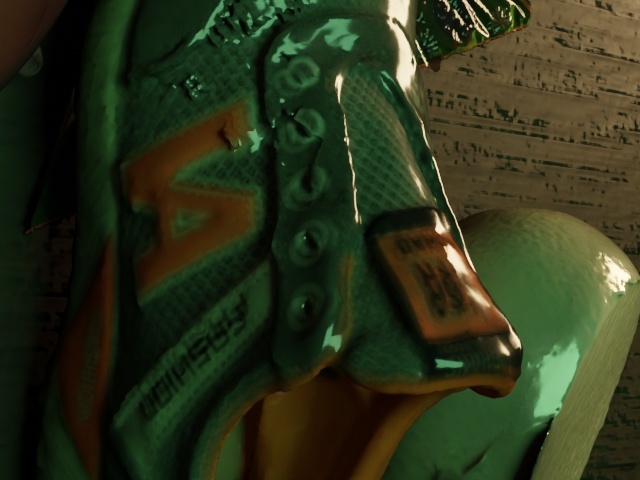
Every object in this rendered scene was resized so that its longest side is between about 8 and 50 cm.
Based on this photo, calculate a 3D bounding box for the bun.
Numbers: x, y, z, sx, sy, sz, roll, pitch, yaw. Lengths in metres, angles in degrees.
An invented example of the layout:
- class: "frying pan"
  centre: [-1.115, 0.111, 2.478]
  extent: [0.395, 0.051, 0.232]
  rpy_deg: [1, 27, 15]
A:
- class: "bun"
  centre: [0.065, 0.062, 0.655]
  extent: [0.173, 0.120, 0.173]
  rpy_deg: [-52, 157, -34]

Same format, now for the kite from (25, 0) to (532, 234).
- class: "kite"
  centre: [-0.015, -0.117, 0.645]
  extent: [0.321, 0.016, 0.234]
  rpy_deg: [-27, 109, -39]

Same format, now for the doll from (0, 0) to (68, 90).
- class: "doll"
  centre: [-0.115, -0.110, 0.446]
  extent: [0.262, 0.093, 0.211]
  rpy_deg: [-58, 173, 20]

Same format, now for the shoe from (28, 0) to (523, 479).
- class: "shoe"
  centre: [0.000, 0.000, 0.535]
  extent: [0.132, 0.171, 0.336]
  rpy_deg: [8, 96, -46]
